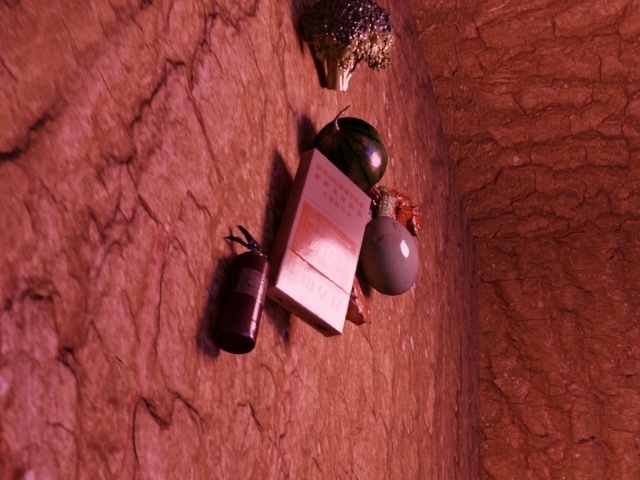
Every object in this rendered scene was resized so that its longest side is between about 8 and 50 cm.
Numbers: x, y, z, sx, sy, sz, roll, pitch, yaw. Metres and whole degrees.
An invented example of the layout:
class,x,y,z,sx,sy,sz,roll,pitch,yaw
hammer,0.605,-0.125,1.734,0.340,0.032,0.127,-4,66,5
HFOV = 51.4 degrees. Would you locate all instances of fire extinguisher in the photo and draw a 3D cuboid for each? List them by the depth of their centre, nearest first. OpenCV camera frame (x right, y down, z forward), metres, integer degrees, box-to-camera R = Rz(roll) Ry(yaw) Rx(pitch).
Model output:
class,x,y,z,sx,sy,sz,roll,pitch,yaw
fire extinguisher,-0.138,0.075,1.147,0.099,0.071,0.231,32,45,-28

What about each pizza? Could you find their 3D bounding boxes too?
class,x,y,z,sx,sy,sz,roll,pitch,yaw
pizza,0.043,0.106,1.585,0.161,0.086,0.305,-99,165,-54

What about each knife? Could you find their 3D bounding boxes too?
class,x,y,z,sx,sy,sz,roll,pitch,yaw
knife,-0.037,-0.099,1.541,0.343,0.027,0.061,-35,110,-68

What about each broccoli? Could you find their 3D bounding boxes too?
class,x,y,z,sx,sy,sz,roll,pitch,yaw
broccoli,0.081,-0.542,1.775,0.288,0.235,0.259,-10,90,-34

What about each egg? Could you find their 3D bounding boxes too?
class,x,y,z,sx,sy,sz,roll,pitch,yaw
egg,0.193,0.044,1.895,0.169,0.169,0.236,-57,130,-61

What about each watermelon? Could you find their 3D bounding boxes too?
class,x,y,z,sx,sy,sz,roll,pitch,yaw
watermelon,0.068,-0.216,1.642,0.214,0.188,0.187,54,33,-50

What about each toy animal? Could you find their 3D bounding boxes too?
class,x,y,z,sx,sy,sz,roll,pitch,yaw
toy animal,0.110,-0.155,1.804,0.099,0.057,0.241,60,-3,-17

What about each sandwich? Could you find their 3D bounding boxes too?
class,x,y,z,sx,sy,sz,roll,pitch,yaw
sandwich,0.252,-0.085,2.137,0.109,0.160,0.184,-99,-178,-71

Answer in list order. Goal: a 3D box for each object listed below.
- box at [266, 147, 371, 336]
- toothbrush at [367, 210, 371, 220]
class,x,y,z,sx,sy,sz,roll,pitch,yaw
box,0.000,0.000,1.419,0.205,0.051,0.365,39,49,-32
toothbrush,0.110,-0.040,1.922,0.288,0.024,0.026,-46,139,-66
